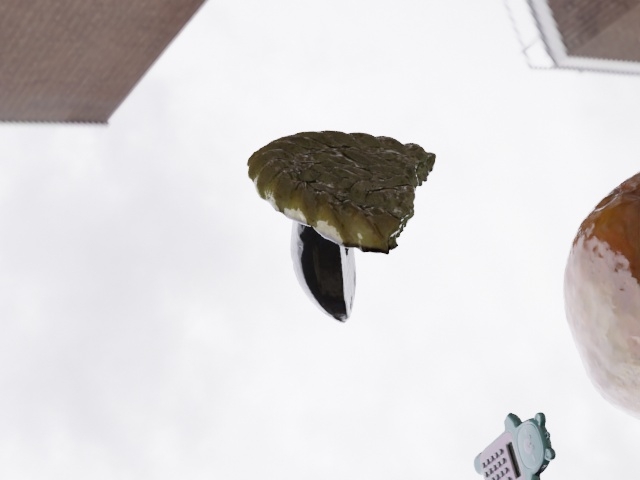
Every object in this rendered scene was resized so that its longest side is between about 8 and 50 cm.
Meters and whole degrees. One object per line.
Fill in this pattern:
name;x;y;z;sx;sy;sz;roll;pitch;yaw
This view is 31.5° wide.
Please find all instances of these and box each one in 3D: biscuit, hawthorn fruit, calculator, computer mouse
biscuit;0.017;-0.068;1.171;0.187;0.036;0.273;13;-156;6
hawthorn fruit;0.625;0.076;1.857;0.472;0.472;0.471;17;-123;-28
calculator;0.200;0.229;1.168;0.019;0.141;0.094;3;-125;-25
computer mouse;0.000;0.000;1.399;0.122;0.073;0.217;-72;-20;-62
